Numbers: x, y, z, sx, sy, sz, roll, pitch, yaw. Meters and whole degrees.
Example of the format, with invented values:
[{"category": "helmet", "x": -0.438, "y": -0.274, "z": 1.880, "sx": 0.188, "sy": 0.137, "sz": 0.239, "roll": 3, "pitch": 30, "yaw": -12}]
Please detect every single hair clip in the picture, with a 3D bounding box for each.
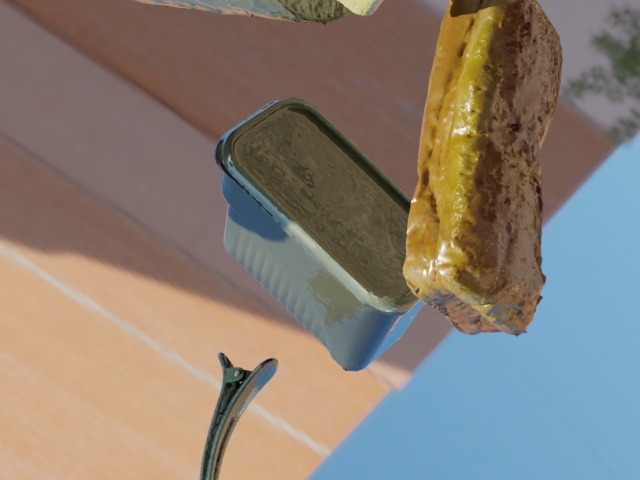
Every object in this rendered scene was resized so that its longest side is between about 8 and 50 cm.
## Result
[{"category": "hair clip", "x": -0.104, "y": 0.231, "z": 1.678, "sx": 0.039, "sy": 0.070, "sz": 0.229, "roll": 55, "pitch": -136, "yaw": -61}]

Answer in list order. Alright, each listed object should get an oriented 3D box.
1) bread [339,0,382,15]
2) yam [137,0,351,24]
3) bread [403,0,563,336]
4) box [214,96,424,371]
[{"category": "bread", "x": 0.030, "y": -0.222, "z": 1.153, "sx": 0.080, "sy": 0.084, "sz": 0.109, "roll": 33, "pitch": 166, "yaw": -1}, {"category": "yam", "x": -0.088, "y": -0.284, "z": 1.437, "sx": 0.168, "sy": 0.168, "sz": 0.304, "roll": 7, "pitch": -173, "yaw": -44}, {"category": "bread", "x": 0.137, "y": -0.063, "z": 1.209, "sx": 0.139, "sy": 0.077, "sz": 0.271, "roll": 38, "pitch": -125, "yaw": -46}, {"category": "box", "x": 0.000, "y": 0.000, "z": 1.670, "sx": 0.138, "sy": 0.178, "sz": 0.274, "roll": -36, "pitch": -108, "yaw": -30}]
